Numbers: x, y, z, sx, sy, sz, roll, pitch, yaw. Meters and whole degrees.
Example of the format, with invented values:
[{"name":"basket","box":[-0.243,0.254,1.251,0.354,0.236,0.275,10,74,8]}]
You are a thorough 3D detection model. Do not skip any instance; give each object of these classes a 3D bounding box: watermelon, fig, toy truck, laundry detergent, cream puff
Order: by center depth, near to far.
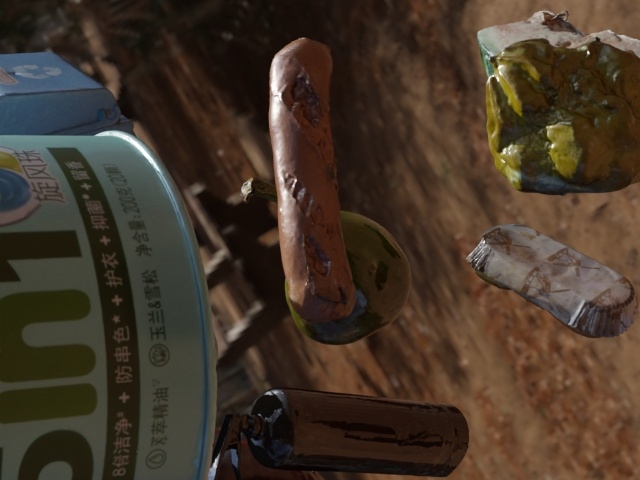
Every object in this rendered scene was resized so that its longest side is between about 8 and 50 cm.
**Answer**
[{"name":"laundry detergent","box":[-0.258,0.077,0.792,0.287,0.305,0.287,6,97,59]},{"name":"cream puff","box":[0.189,-0.098,0.998,0.146,0.146,0.116,-137,35,-73]},{"name":"toy truck","box":[-0.215,0.010,1.145,0.146,0.175,0.367,38,155,49]},{"name":"fig","box":[0.000,0.000,1.521,0.259,0.151,0.151,57,177,-28]},{"name":"watermelon","box":[0.347,-0.196,1.725,0.305,0.180,0.224,27,180,45]}]

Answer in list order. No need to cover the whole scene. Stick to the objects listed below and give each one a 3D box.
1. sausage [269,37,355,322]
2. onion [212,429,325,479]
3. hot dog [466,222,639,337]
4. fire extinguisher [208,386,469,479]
[{"name":"sausage","box":[-0.006,-0.035,0.698,0.042,0.036,0.158,45,-141,-67]},{"name":"onion","box":[-0.090,0.278,1.280,0.246,0.246,0.190,65,-145,-48]},{"name":"hot dog","box":[0.250,0.043,1.431,0.191,0.108,0.059,33,132,31]},{"name":"fire extinguisher","box":[0.015,0.178,1.181,0.072,0.268,0.089,-11,73,50]}]
